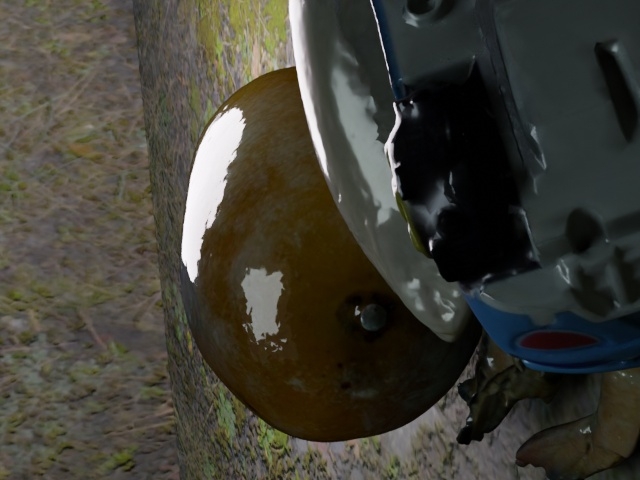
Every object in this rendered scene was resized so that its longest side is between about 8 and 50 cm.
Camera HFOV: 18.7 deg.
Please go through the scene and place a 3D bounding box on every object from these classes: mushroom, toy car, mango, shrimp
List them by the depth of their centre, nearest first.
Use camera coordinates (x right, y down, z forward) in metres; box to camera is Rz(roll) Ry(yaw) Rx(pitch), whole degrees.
[{"bbox_3d":[0.117,-0.092,0.823,0.166,0.198,0.314,62,-169,-53],"label":"toy car"},{"bbox_3d":[0.137,0.065,1.046,0.254,0.059,0.145,104,147,-43],"label":"shrimp"},{"bbox_3d":[0.038,-0.112,1.050,0.128,0.128,0.350,108,146,-60],"label":"mushroom"},{"bbox_3d":[0.000,0.000,1.270,0.384,0.199,0.221,-132,39,-69],"label":"mango"}]
